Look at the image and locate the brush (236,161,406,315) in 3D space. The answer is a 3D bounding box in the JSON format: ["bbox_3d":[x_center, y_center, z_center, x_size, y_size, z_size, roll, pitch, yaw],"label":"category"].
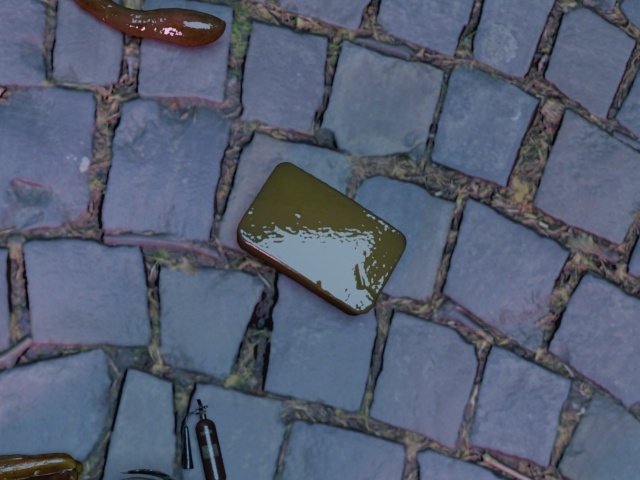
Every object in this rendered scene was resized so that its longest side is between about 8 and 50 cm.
[{"bbox_3d":[0.000,0.000,1.297,0.197,0.059,0.123,32,74,-2],"label":"brush"}]

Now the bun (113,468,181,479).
[{"bbox_3d":[-0.191,0.370,1.116,0.239,0.141,0.239,1,81,-9],"label":"bun"}]

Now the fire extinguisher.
[{"bbox_3d":[-0.145,0.243,1.221,0.046,0.032,0.100,-19,78,18],"label":"fire extinguisher"}]

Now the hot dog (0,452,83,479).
[{"bbox_3d":[-0.344,0.272,1.161,0.144,0.038,0.062,-6,74,-16],"label":"hot dog"}]

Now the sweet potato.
[{"bbox_3d":[-0.231,-0.291,1.331,0.214,0.050,0.050,11,73,-3],"label":"sweet potato"}]
